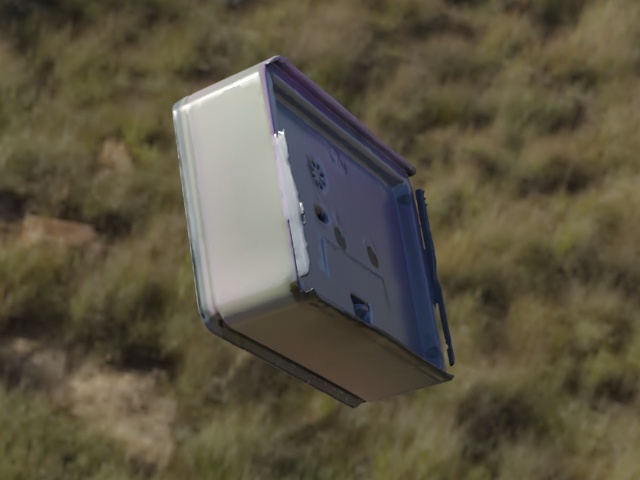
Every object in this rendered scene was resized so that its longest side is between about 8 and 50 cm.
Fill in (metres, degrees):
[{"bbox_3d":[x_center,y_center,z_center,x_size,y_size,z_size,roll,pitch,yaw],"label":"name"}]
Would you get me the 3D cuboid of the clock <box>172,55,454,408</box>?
[{"bbox_3d":[0.000,0.000,0.974,0.192,0.071,0.147,34,42,-57],"label":"clock"}]
